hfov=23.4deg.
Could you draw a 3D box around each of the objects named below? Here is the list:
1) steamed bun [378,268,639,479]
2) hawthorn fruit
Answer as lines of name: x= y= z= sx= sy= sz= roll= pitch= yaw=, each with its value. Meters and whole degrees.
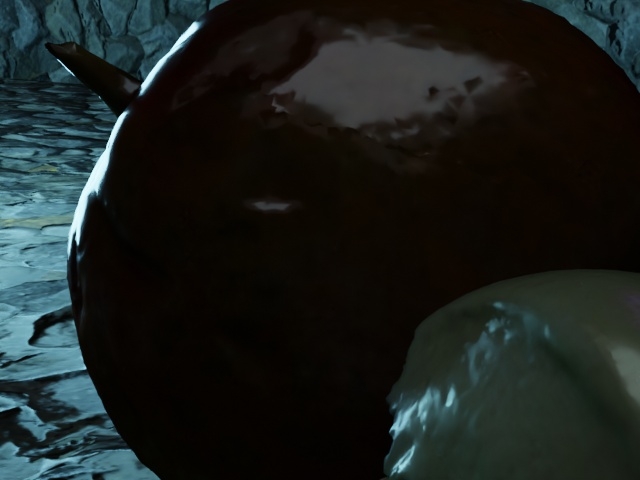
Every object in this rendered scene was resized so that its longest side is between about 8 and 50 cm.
steamed bun: x=0.121 y=0.100 z=0.523 sx=0.225 sy=0.200 sz=0.170 roll=7 pitch=31 yaw=-29
hawthorn fruit: x=0.000 y=0.000 z=0.695 sx=0.298 sy=0.277 sz=0.277 roll=32 pitch=6 yaw=-13
